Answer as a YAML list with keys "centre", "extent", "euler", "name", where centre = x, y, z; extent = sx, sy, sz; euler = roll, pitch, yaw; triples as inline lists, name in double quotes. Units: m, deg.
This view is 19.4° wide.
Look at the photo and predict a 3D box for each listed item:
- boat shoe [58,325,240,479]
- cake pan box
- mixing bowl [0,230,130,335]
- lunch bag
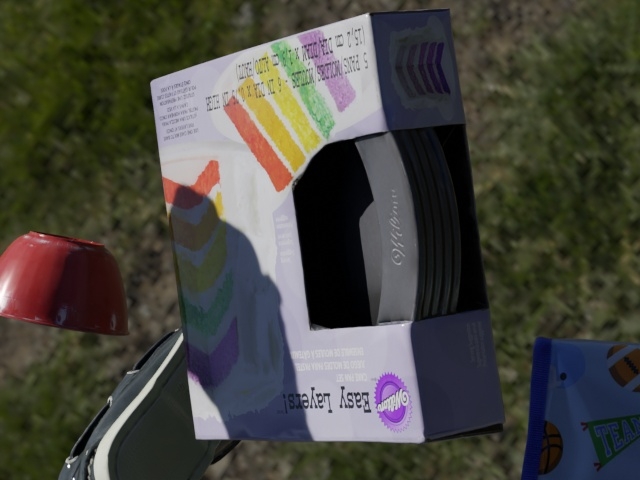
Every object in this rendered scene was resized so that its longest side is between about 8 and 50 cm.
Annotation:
- centre: [-0.120, 0.145, 1.695]
  extent: [0.113, 0.127, 0.340]
  euler: [-23, 21, 41]
  name: "boat shoe"
- centre: [0.000, 0.000, 1.132]
  extent: [0.267, 0.070, 0.245]
  euler: [-6, 93, 55]
  name: "cake pan box"
- centre: [-0.298, 0.045, 2.138]
  extent: [0.181, 0.181, 0.098]
  euler: [13, 92, 48]
  name: "mixing bowl"
- centre: [0.358, 0.300, 1.756]
  extent: [0.328, 0.239, 0.385]
  euler: [2, 80, 25]
  name: "lunch bag"
